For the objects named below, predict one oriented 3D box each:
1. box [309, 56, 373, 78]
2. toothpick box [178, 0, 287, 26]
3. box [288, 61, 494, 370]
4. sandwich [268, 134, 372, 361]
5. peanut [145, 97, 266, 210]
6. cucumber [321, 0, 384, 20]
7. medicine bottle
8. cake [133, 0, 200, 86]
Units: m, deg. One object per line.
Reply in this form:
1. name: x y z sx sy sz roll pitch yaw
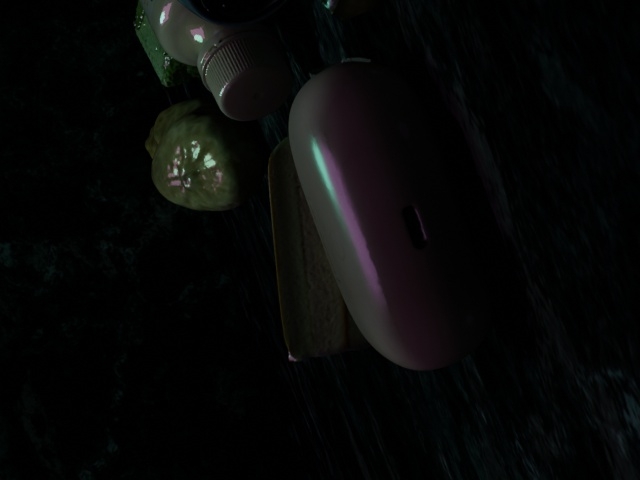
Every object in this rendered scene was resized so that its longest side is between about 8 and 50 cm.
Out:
1. box: 0.043 -0.042 1.241 0.115 0.036 0.177 -144 33 -79
2. toothpick box: -0.084 -0.239 1.298 0.184 0.120 0.120 -125 15 -50
3. box: 0.043 -0.015 1.088 0.146 0.088 0.200 -145 36 -80
4. sandwich: 0.000 0.000 1.317 0.163 0.079 0.113 -81 -25 -60
5. peanut: -0.146 -0.110 2.113 0.253 0.137 0.122 -122 14 -69
6. cucumber: -0.020 -0.237 1.103 0.044 0.043 0.257 86 163 -52
7. medicine bottle: -0.097 -0.211 1.490 0.114 0.114 0.252 78 169 -55
8. cake: -0.152 -0.268 1.832 0.235 0.099 0.100 83 162 -62
